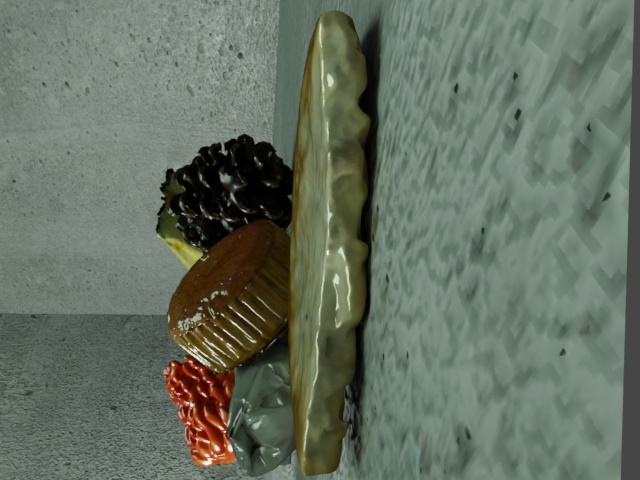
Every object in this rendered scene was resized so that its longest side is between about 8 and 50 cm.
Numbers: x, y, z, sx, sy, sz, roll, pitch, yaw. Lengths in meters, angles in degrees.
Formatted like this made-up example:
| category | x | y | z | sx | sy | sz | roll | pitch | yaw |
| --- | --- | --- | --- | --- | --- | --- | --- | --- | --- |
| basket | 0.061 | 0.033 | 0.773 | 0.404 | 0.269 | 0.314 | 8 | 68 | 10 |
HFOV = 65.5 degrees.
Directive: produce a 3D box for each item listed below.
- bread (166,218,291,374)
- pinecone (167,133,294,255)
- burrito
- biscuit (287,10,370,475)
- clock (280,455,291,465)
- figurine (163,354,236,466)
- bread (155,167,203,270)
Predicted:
| category | x | y | z | sx | sy | sz | roll | pitch | yaw |
| --- | --- | --- | --- | --- | --- | --- | --- | --- | --- |
| bread | -0.108 | 0.063 | 0.631 | 0.199 | 0.104 | 0.199 | -37 | 26 | 21 |
| pinecone | -0.161 | -0.090 | 0.965 | 0.257 | 0.243 | 0.243 | -57 | 20 | 21 |
| burrito | -0.080 | 0.146 | 0.754 | 0.445 | 0.101 | 0.139 | -107 | 24 | -71 |
| biscuit | 0.000 | 0.000 | 0.406 | 0.204 | 0.040 | 0.308 | -151 | 63 | -81 |
| clock | -0.064 | 0.362 | 0.901 | 0.085 | 0.017 | 0.085 | -178 | 90 | -82 |
| figurine | -0.208 | 0.298 | 1.162 | 0.411 | 0.241 | 0.306 | -87 | -24 | -57 |
| bread | -0.244 | 0.039 | 1.207 | 0.345 | 0.405 | 0.242 | -77 | 4 | -62 |
